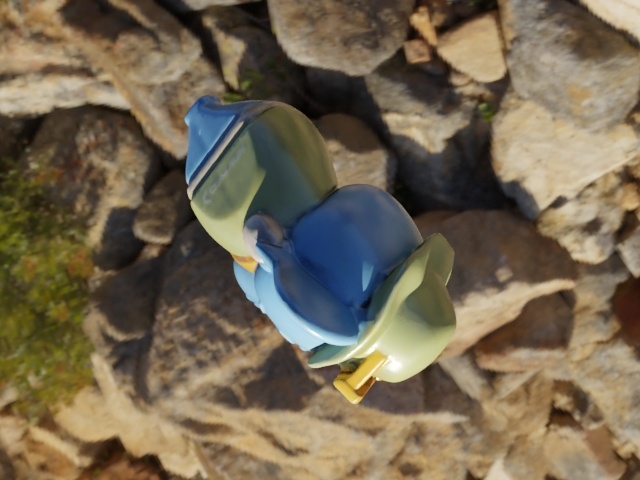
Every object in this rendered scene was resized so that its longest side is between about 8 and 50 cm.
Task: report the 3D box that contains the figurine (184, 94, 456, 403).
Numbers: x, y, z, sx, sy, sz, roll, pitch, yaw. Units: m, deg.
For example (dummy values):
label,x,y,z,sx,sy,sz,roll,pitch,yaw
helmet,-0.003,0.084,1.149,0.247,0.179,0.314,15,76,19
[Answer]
label,x,y,z,sx,sy,sz,roll,pitch,yaw
figurine,0.001,-0.003,0.876,0.153,0.180,0.262,-35,64,2
